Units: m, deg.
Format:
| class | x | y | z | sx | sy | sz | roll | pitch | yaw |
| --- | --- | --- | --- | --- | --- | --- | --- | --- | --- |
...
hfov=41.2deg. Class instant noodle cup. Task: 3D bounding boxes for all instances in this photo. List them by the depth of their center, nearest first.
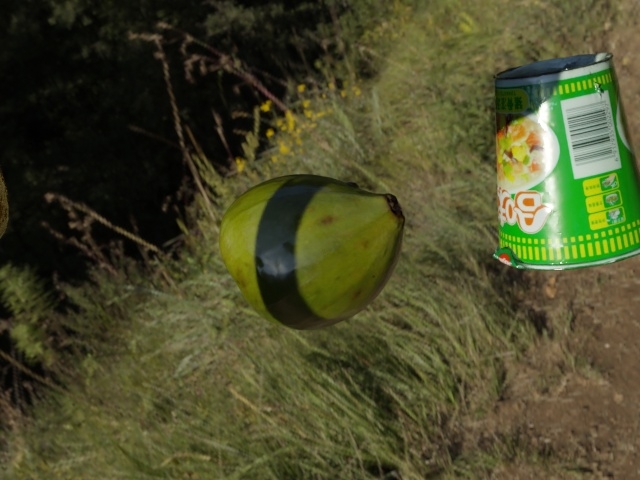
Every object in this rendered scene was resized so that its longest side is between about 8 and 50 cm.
| class | x | y | z | sx | sy | sz | roll | pitch | yaw |
| --- | --- | --- | --- | --- | --- | --- | --- | --- | --- |
| instant noodle cup | 0.300 | -0.102 | 1.054 | 0.206 | 0.233 | 0.207 | -11 | 15 | 3 |

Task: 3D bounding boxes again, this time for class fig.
| class | x | y | z | sx | sy | sz | roll | pitch | yaw |
| --- | --- | --- | --- | --- | --- | --- | --- | --- | --- |
| fig | 0.000 | 0.000 | 1.022 | 0.225 | 0.203 | 0.203 | -33 | 34 | 25 |

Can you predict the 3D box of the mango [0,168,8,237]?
| class | x | y | z | sx | sy | sz | roll | pitch | yaw |
| --- | --- | --- | --- | --- | --- | --- | --- | --- | --- |
| mango | -0.237 | -0.050 | 0.496 | 0.090 | 0.115 | 0.178 | -23 | -4 | -5 |
